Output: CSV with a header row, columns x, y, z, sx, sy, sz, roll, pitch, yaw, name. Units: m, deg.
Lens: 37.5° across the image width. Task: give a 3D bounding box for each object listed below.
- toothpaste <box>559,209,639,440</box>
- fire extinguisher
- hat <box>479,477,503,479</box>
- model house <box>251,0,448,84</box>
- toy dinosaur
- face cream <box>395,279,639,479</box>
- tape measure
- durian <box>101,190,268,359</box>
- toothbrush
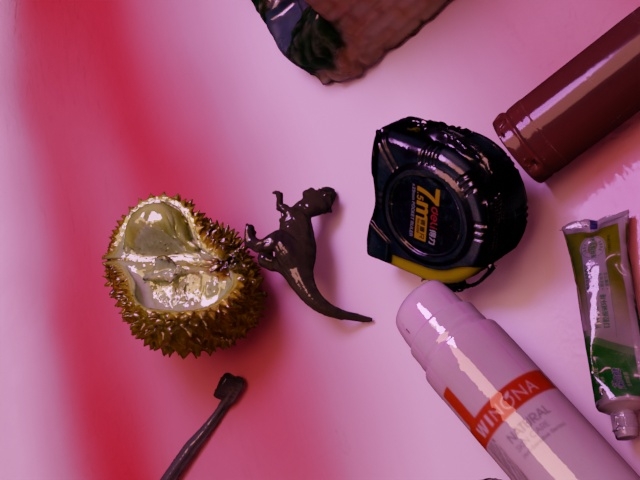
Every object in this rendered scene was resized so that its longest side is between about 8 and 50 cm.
x,y,z,sx,sy,sz,roll,pitch,yaw,name
0.304,0.085,0.989,0.078,0.047,0.247,-16,61,28,toothpaste
0.321,-0.184,1.043,0.269,0.105,0.104,-39,53,21,fire extinguisher
0.144,0.316,0.967,0.081,0.122,0.166,44,129,55,hat
-0.050,-0.506,1.269,0.395,0.400,0.445,-34,56,20,model house
0.000,0.000,1.220,0.179,0.087,0.187,11,68,24,toy dinosaur
0.199,0.174,0.972,0.102,0.102,0.345,-49,58,12,face cream
0.147,-0.037,1.090,0.186,0.112,0.199,25,128,38,tape measure
-0.183,0.058,1.284,0.200,0.176,0.237,-46,54,-4,durian
-0.196,0.306,1.300,0.297,0.031,0.030,-56,23,8,toothbrush
